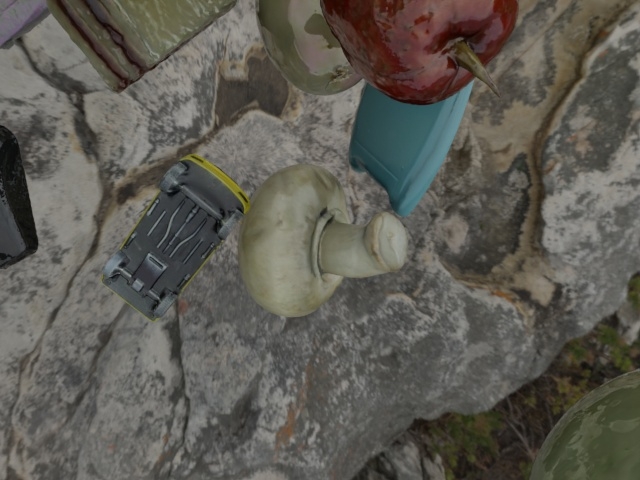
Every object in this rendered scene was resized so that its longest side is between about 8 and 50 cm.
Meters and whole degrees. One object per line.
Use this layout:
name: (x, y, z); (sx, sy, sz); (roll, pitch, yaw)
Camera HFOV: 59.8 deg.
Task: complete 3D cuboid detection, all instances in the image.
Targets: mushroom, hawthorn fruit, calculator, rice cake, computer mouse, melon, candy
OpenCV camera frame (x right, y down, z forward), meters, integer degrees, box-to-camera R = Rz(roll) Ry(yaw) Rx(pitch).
mushroom: (-0.036, -0.004, 1.113); (0.314, 0.356, 0.316); (3, 80, -15)
hawthorn fruit: (0.125, -0.311, 0.723); (0.258, 0.262, 0.258); (2, 125, 3)
calculator: (0.164, -0.256, 1.050); (0.054, 0.256, 0.387); (-1, 127, -34)
rice cake: (-0.606, -0.503, 1.149); (0.297, 0.050, 0.106); (-24, 105, 26)
computer mouse: (-0.611, -0.077, 0.996); (0.170, 0.100, 0.270); (-13, 90, 27)
melon: (-0.006, -0.412, 1.026); (0.222, 0.223, 0.317); (-12, 58, -7)
candy: (-0.290, -0.408, 0.949); (0.135, 0.321, 0.179); (-19, 119, 35)

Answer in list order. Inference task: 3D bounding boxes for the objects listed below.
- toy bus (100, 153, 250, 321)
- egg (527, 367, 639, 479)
toy bus: (-0.250, -0.011, 1.002); (0.144, 0.152, 0.330); (40, 117, -7)
egg: (0.206, 0.192, 0.261); (0.218, 0.295, 0.219); (11, 125, 15)
